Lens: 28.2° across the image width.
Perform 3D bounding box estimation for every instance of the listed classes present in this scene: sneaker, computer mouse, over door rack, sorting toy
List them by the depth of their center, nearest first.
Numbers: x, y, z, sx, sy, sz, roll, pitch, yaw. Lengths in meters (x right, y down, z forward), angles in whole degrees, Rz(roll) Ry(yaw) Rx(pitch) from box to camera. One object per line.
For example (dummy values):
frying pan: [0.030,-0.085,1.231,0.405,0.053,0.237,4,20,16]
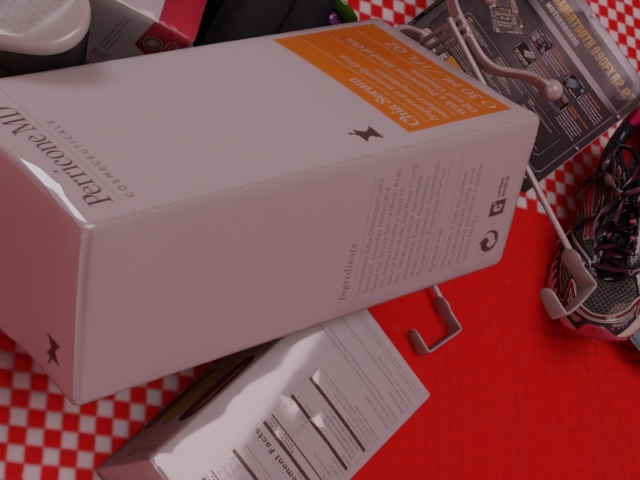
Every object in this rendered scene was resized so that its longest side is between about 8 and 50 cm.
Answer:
sneaker: [-0.333,-0.174,1.081,0.295,0.147,0.104,14,61,4]
computer mouse: [-0.041,-0.210,1.215,0.188,0.072,0.272,11,101,-35]
over door rack: [0.146,-0.065,1.277,0.108,0.239,0.324,-15,83,-33]
sorting toy: [-0.010,-0.244,1.343,0.102,0.061,0.042,37,84,22]
sneaker: [0.335,-0.024,1.443,0.121,0.112,0.299,13,62,11]

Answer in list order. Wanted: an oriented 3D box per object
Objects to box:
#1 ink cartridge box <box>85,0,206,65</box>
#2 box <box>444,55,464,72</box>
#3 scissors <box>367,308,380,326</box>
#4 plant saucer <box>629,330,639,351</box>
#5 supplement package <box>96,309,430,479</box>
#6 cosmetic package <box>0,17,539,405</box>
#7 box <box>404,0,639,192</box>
ink cartridge box: [-0.205,-0.244,1.166,0.176,0.128,0.127,25,62,-26]
box: [0.152,-0.128,1.398,0.136,0.081,0.028,52,53,-9]
scissors: [0.000,0.000,1.289,0.109,0.021,0.297,-4,78,-33]
plant saucer: [0.408,0.070,1.533,0.195,0.037,0.195,11,69,-31]
supplement package: [-0.049,0.169,1.118,0.244,0.139,0.134,-41,99,-32]
cosmetic package: [-0.061,-0.048,1.072,0.453,0.161,0.230,-17,41,-37]
box: [0.228,-0.198,1.426,0.183,0.056,0.231,-38,99,4]
